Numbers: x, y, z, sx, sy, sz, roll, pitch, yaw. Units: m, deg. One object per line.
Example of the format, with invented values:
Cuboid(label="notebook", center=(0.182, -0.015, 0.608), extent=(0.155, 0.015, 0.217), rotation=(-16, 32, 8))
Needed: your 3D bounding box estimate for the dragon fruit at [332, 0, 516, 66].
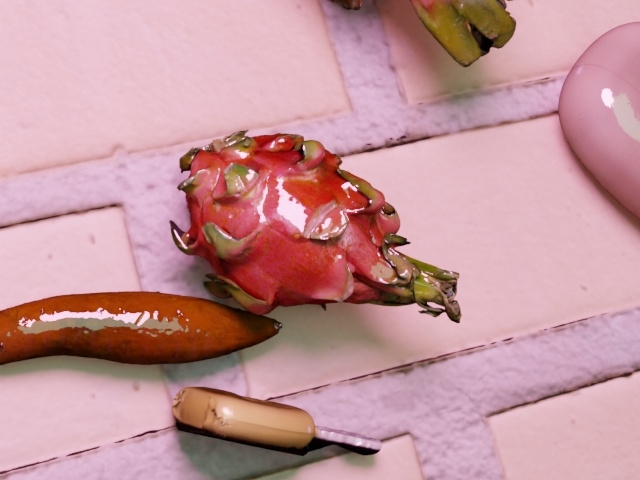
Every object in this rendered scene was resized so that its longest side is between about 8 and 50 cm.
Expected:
Cuboid(label="dragon fruit", center=(0.067, -0.271, 1.207), extent=(0.269, 0.198, 0.200), rotation=(44, 44, -8))

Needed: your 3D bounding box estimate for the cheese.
Cuboid(label="cheese", center=(-0.025, 0.140, 1.143), extent=(0.162, 0.086, 0.036), rotation=(16, 81, -30))

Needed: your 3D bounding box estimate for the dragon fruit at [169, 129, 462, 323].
Cuboid(label="dragon fruit", center=(-0.002, 0.002, 1.142), extent=(0.236, 0.137, 0.135), rotation=(24, 88, -12))

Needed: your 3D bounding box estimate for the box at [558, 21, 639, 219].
Cuboid(label="box", center=(0.292, -0.089, 1.285), extent=(0.200, 0.088, 0.146), rotation=(43, 68, -6))

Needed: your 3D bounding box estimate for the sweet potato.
Cuboid(label="sweet potato", center=(-0.157, 0.064, 1.120), extent=(0.265, 0.057, 0.057), rotation=(1, 79, -15))
